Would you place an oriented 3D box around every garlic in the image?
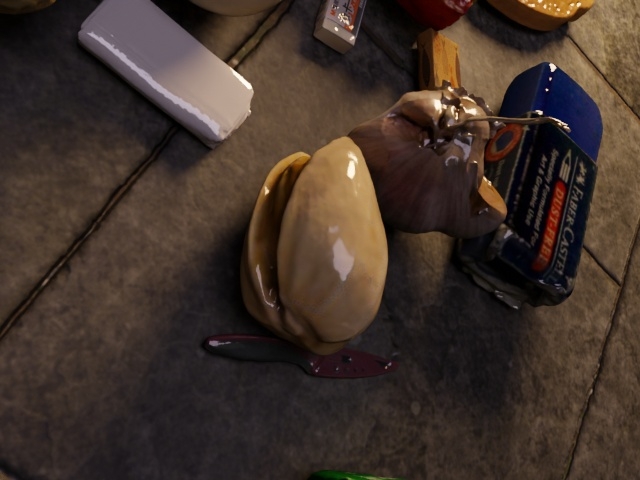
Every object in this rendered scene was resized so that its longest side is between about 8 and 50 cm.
[{"bbox_3d":[0.164,-0.119,0.774,0.207,0.257,0.207,24,52,-35],"label":"garlic"}]

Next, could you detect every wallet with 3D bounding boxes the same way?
[{"bbox_3d":[-0.157,-0.182,0.716,0.190,0.033,0.095,36,61,-18],"label":"wallet"}]

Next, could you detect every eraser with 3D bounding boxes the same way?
[{"bbox_3d":[0.029,-0.304,0.871,0.052,0.029,0.122,25,64,-24],"label":"eraser"},{"bbox_3d":[0.299,-0.076,0.933,0.155,0.101,0.332,34,62,-21],"label":"eraser"}]

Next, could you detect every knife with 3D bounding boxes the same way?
[{"bbox_3d":[-0.011,0.128,0.728,0.247,0.018,0.035,14,67,-30],"label":"knife"}]

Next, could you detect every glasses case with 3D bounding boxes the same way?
[{"bbox_3d":[0.160,-0.196,0.917,0.065,0.041,0.169,14,68,-41],"label":"glasses case"}]

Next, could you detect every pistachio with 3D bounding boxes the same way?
[{"bbox_3d":[0.000,0.000,0.694,0.157,0.157,0.229,18,63,-27],"label":"pistachio"}]

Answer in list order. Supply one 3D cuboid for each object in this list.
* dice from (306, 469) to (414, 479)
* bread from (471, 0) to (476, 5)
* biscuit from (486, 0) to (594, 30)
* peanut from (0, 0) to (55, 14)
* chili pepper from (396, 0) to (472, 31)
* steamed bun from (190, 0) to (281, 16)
[{"bbox_3d":[0.052,0.296,0.658,0.131,0.120,0.128,17,69,-26],"label":"dice"},{"bbox_3d":[0.210,-0.382,0.997,0.034,0.049,0.088,-7,78,-41],"label":"bread"},{"bbox_3d":[0.337,-0.501,1.107,0.312,0.057,0.351,31,63,-22],"label":"biscuit"},{"bbox_3d":[-0.290,-0.304,0.613,0.197,0.110,0.233,32,59,-2],"label":"peanut"},{"bbox_3d":[0.079,-0.432,0.876,0.338,0.131,0.134,44,72,-19],"label":"chili pepper"},{"bbox_3d":[-0.104,-0.348,0.737,0.177,0.131,0.228,20,64,-37],"label":"steamed bun"}]
